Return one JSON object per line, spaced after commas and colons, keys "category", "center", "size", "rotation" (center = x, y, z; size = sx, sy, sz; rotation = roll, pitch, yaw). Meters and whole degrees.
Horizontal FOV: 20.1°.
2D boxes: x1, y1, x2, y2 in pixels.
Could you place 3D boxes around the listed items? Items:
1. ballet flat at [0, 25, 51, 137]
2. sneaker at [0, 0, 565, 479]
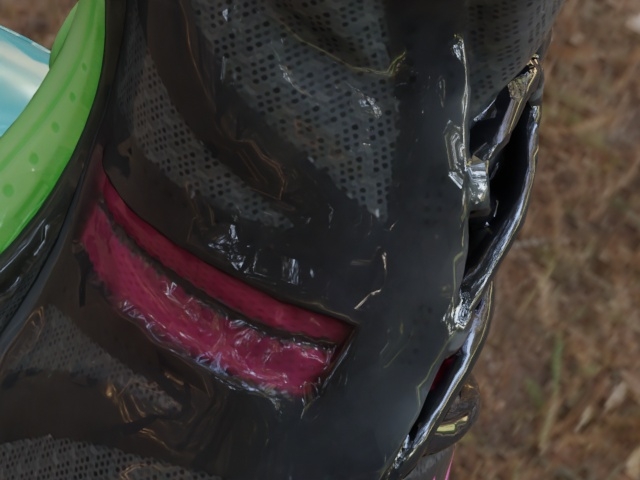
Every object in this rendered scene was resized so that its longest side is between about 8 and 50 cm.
{"category": "ballet flat", "center": [-0.242, -0.063, 0.778], "size": [0.348, 0.123, 0.123], "rotation": [17, 49, -45]}
{"category": "sneaker", "center": [0.000, 0.000, 0.534], "size": [0.185, 0.483, 0.202], "rotation": [-20, 68, -44]}
